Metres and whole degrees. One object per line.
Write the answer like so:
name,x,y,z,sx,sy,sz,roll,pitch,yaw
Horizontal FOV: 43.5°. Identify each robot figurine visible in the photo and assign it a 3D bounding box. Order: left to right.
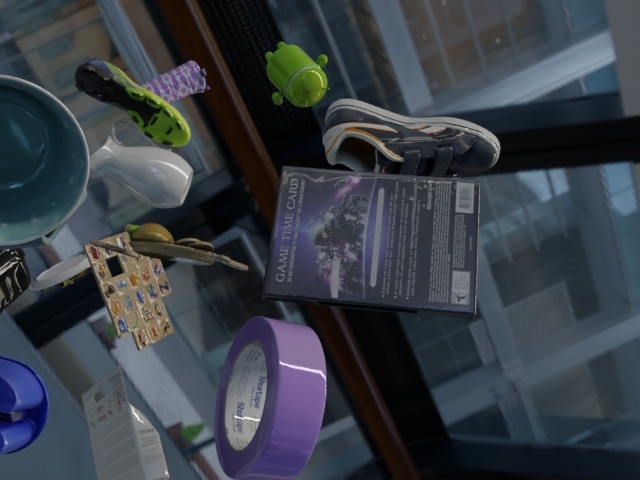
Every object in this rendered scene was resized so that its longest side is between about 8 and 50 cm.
robot figurine,-0.035,-0.244,1.189,0.115,0.101,0.067,50,-2,31

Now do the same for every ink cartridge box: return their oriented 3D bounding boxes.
ink cartridge box,-0.388,0.384,1.577,0.066,0.189,0.233,6,59,-41

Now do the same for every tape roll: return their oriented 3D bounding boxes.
tape roll,-0.092,0.273,1.377,0.090,0.275,0.275,15,28,-24

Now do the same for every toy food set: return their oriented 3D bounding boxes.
toy food set,-0.197,0.005,1.085,0.132,0.191,0.039,35,62,-73

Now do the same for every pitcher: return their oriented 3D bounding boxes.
pitcher,-0.378,-0.169,1.737,0.125,0.207,0.178,116,-7,-61

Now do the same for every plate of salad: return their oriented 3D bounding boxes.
plate of salad,-0.660,0.089,2.081,0.200,0.199,0.048,-110,178,-74

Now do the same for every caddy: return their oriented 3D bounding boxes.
caddy,-0.852,0.403,1.997,0.179,0.341,0.241,8,99,-83

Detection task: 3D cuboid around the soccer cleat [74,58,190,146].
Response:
soccer cleat,-0.401,-0.310,1.768,0.289,0.093,0.121,32,25,-1

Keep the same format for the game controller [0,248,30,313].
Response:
game controller,-0.874,0.138,2.072,0.319,0.067,0.167,-52,154,-47

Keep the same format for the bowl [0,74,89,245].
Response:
bowl,-0.586,-0.164,1.458,0.312,0.311,0.163,64,-7,-30

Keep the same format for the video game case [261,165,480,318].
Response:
video game case,0.071,-0.002,1.067,0.026,0.274,0.196,81,15,-64

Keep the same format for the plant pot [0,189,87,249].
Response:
plant pot,-0.708,-0.124,1.746,0.247,0.252,0.248,-77,152,-59

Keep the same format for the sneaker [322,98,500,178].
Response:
sneaker,0.158,-0.151,1.431,0.126,0.320,0.128,100,1,-54

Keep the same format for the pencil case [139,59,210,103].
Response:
pencil case,-0.389,-0.384,2.056,0.088,0.206,0.086,66,-10,-20

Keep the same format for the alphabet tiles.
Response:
alphabet tiles,-0.381,0.099,1.664,0.198,0.009,0.237,-27,99,-61
